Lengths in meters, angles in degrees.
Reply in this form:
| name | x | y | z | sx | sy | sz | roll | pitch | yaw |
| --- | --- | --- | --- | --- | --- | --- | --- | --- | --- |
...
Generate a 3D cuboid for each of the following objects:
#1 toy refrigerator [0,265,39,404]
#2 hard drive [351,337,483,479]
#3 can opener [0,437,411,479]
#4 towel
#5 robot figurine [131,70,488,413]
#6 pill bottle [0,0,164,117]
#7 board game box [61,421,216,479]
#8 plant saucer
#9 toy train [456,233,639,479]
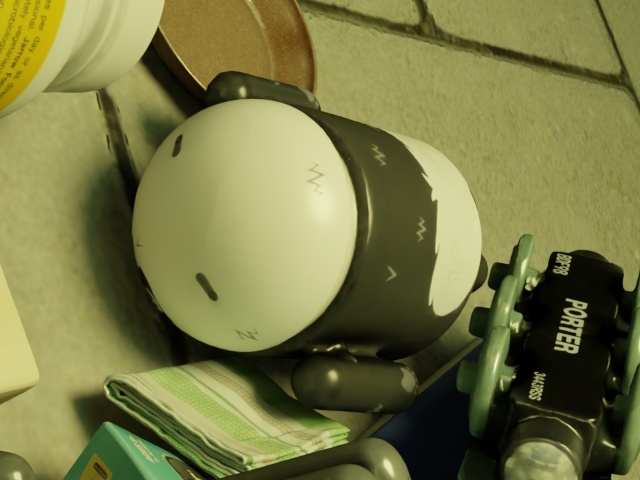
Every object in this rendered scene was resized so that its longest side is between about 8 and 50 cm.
| name | x | y | z | sx | sy | sz | roll | pitch | yaw |
| --- | --- | --- | --- | --- | --- | --- | --- | --- | --- |
| toy refrigerator | -0.265 | 0.060 | 0.595 | 0.269 | 0.102 | 0.094 | -9 | 74 | -55 |
| hard drive | 0.137 | 0.206 | 1.093 | 0.319 | 0.040 | 0.210 | -28 | 90 | -57 |
| can opener | -0.103 | 0.125 | 0.609 | 0.095 | 0.283 | 0.076 | 71 | 19 | -3 |
| towel | -0.054 | 0.106 | 0.852 | 0.113 | 0.023 | 0.152 | 33 | 15 | 21 |
| robot figurine | -0.002 | -0.001 | 0.939 | 0.209 | 0.173 | 0.278 | 31 | 13 | 37 |
| pill bottle | -0.241 | -0.153 | 0.701 | 0.334 | 0.188 | 0.188 | -5 | 71 | -54 |
| board game box | 0.030 | 0.249 | 0.750 | 0.336 | 0.079 | 0.254 | 35 | 0 | -36 |
| plant saucer | -0.081 | -0.172 | 1.072 | 0.198 | 0.036 | 0.198 | 34 | 42 | -37 |
| toy train | 0.168 | 0.125 | 0.989 | 0.334 | 0.142 | 0.190 | -56 | 158 | -65 |
